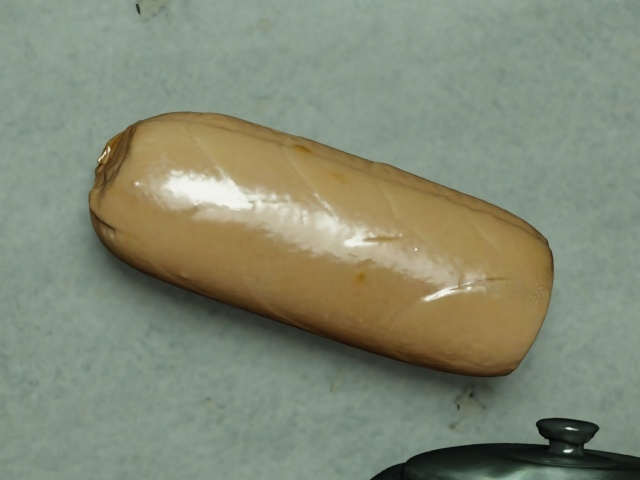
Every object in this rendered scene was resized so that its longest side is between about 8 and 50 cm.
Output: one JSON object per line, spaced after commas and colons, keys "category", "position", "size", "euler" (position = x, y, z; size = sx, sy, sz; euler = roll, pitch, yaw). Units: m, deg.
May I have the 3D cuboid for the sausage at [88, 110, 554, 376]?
{"category": "sausage", "position": [-0.001, 0.000, 0.833], "size": [0.304, 0.121, 0.121], "euler": [17, 84, -7]}

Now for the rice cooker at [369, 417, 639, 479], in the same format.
{"category": "rice cooker", "position": [0.143, 0.222, 0.780], "size": [0.280, 0.241, 0.227], "euler": [7, 86, -53]}
